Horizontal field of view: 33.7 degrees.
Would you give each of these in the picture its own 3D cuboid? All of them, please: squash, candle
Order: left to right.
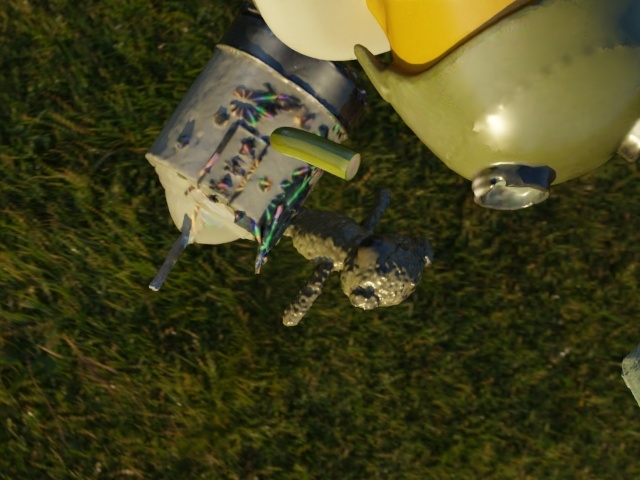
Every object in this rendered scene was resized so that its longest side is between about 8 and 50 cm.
[{"bbox_3d":[-0.095,-0.085,1.172,0.187,0.187,0.330,35,84,-23],"label":"candle"},{"bbox_3d":[-0.007,-0.078,0.913,0.027,0.083,0.027,-50,154,-35],"label":"squash"}]

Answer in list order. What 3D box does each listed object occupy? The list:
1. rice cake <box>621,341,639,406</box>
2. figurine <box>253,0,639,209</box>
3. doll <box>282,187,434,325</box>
[{"bbox_3d":[0.290,0.159,0.810,0.042,0.245,0.045,29,114,-22],"label":"rice cake"},{"bbox_3d":[0.061,-0.105,0.343,0.166,0.250,0.141,-21,65,-12],"label":"figurine"},{"bbox_3d":[0.014,-0.009,1.346,0.202,0.286,0.091,-22,132,-6],"label":"doll"}]
